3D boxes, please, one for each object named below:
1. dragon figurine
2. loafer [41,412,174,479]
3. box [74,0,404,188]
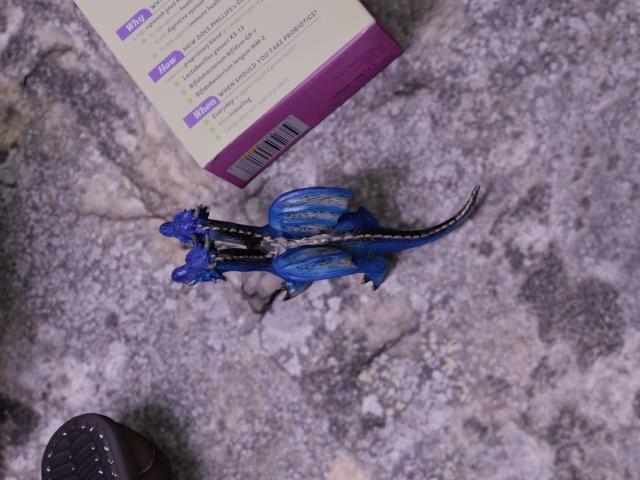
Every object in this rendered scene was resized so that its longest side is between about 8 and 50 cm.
[{"bbox_3d":[0.000,0.000,1.636,0.289,0.144,0.085,-8,80,15],"label":"dragon figurine"},{"bbox_3d":[-0.146,0.333,1.626,0.134,0.130,0.366,-24,71,33],"label":"loafer"},{"bbox_3d":[-0.083,-0.214,1.710,0.213,0.117,0.243,-40,73,7],"label":"box"}]
